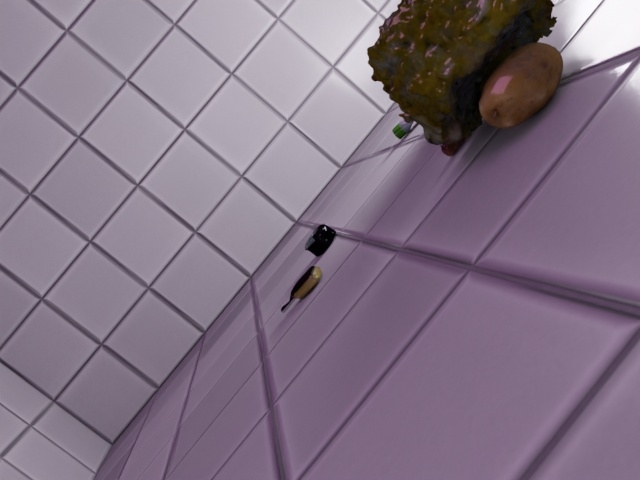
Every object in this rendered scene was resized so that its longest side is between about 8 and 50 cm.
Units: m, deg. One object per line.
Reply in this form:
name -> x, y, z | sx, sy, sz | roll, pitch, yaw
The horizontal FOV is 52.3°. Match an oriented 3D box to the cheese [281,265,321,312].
cheese -> -0.059, 0.143, 1.829 | 0.162, 0.036, 0.086 | -48, 10, 19

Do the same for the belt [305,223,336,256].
belt -> 0.000, 0.000, 2.123 | 0.105, 0.058, 0.140 | -57, 12, -9

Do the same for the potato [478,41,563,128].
potato -> 0.355, -0.275, 1.147 | 0.178, 0.109, 0.118 | -52, -6, -16

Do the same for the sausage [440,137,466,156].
sausage -> 0.334, -0.258, 1.490 | 0.158, 0.042, 0.036 | -48, -31, -1

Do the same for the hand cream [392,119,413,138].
hand cream -> 0.372, -0.472, 2.337 | 0.275, 0.050, 0.079 | -41, 36, 26

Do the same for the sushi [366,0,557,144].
sushi -> 0.274, -0.380, 1.308 | 0.351, 0.240, 0.396 | -53, -17, 15
